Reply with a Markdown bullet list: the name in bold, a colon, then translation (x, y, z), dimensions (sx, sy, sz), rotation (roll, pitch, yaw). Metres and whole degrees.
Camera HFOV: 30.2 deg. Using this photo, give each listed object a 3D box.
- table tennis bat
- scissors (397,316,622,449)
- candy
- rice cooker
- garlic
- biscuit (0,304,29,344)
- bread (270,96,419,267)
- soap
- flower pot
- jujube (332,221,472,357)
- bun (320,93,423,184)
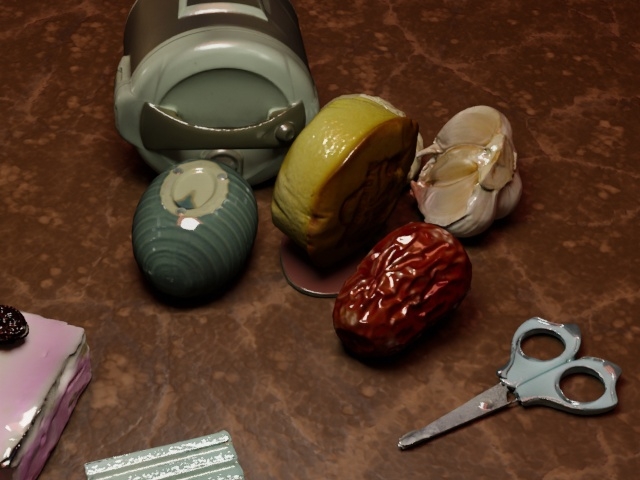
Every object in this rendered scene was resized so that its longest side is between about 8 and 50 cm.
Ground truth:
- **table tennis bat**: translation (0.000, 0.000, 1.929), dimensions (0.138, 0.022, 0.246), rotation (-2, 46, -8)
- **scissors**: translation (0.262, 0.221, 1.704), dimensions (0.360, 0.029, 0.191), rotation (-20, 50, -23)
- **candy**: translation (-0.426, 0.221, 1.596), dimensions (0.155, 0.116, 0.265), rotation (12, 45, 9)
- **rice cooker**: translation (-0.176, -0.270, 1.979), dimensions (0.335, 0.335, 0.325), rotation (-3, 44, -7)
- **garlic**: translation (0.258, -0.104, 1.971), dimensions (0.178, 0.143, 0.229), rotation (-3, 67, 49)
- **biscuit**: translation (-0.443, 0.120, 1.602), dimensions (0.087, 0.027, 0.089), rotation (22, 40, 23)
- **bread**: translation (0.041, -0.092, 1.834), dimensions (0.148, 0.270, 0.270), rotation (34, 51, 23)
- **soap**: translation (-0.199, 0.326, 1.539), dimensions (0.198, 0.063, 0.114), rotation (-10, 47, -14)
- **flower pot**: translation (-0.194, -0.023, 1.839), dimensions (0.189, 0.157, 0.243), rotation (9, 42, 8)
- **jujube**: translation (0.121, 0.077, 1.763), dimensions (0.155, 0.155, 0.230), rotation (31, 59, 26)
- **bun**: translation (0.080, -0.181, 2.043), dimensions (0.222, 0.127, 0.222), rotation (2, 41, -1)
